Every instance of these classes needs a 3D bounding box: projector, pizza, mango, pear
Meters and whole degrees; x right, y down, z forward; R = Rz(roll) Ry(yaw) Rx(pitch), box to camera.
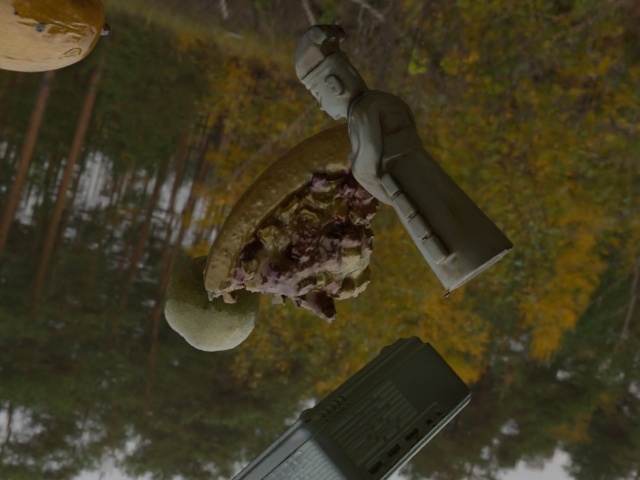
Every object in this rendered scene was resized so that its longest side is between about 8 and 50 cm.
[{"bbox_3d":[0.011,0.213,0.953,0.192,0.256,0.099,-30,-104,-41],"label":"projector"},{"bbox_3d":[0.000,0.000,1.132,0.081,0.289,0.228,37,167,49],"label":"pizza"},{"bbox_3d":[-0.440,-0.320,1.190,0.359,0.187,0.144,19,-142,-35],"label":"mango"},{"bbox_3d":[-0.178,0.106,1.562,0.167,0.136,0.167,27,-159,-11],"label":"pear"}]

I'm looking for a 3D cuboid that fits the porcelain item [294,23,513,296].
[{"bbox_3d":[0.051,-0.063,0.682,0.213,0.054,0.084,53,-152,9],"label":"porcelain item"}]
